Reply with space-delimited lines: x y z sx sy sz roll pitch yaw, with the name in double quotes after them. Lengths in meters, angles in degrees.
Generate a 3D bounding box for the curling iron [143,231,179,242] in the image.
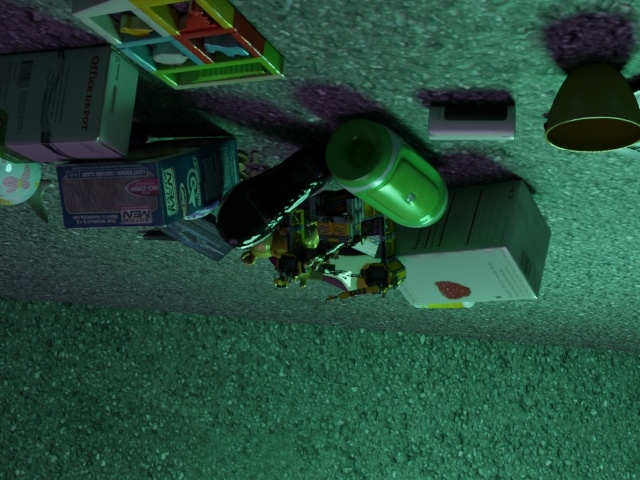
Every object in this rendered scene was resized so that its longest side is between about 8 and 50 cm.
-0.354 -0.009 2.307 0.274 0.035 0.068 -2 164 25 "curling iron"

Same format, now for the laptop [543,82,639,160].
0.617 -0.078 1.314 0.408 0.236 0.382 12 164 -27 "laptop"

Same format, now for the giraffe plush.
-0.093 -0.004 2.002 0.171 0.181 0.210 15 149 5 "giraffe plush"

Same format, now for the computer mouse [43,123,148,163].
-0.444 -0.169 1.648 0.262 0.060 0.184 4 165 5 "computer mouse"

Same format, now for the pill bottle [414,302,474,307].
0.365 0.132 2.475 0.215 0.117 0.117 -3 164 28 "pill bottle"

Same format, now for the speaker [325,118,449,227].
0.126 -0.113 1.553 0.131 0.131 0.296 -3 164 29 "speaker"

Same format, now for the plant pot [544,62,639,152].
0.383 -0.190 1.227 0.134 0.095 0.134 4 165 1 "plant pot"

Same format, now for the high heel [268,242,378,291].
0.015 0.051 2.377 0.181 0.127 0.377 30 -172 37 "high heel"

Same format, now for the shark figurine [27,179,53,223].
-0.707 -0.109 1.870 0.166 0.116 0.278 2 164 16 "shark figurine"

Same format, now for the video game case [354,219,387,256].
0.176 -0.002 2.152 0.210 0.041 0.232 -6 163 35 "video game case"

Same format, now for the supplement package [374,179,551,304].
0.293 0.010 1.792 0.293 0.175 0.177 -6 138 36 "supplement package"

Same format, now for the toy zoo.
-0.193 -0.282 1.178 0.192 0.030 0.293 -2 165 23 "toy zoo"

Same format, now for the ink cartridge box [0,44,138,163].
-0.389 -0.200 1.316 0.208 0.153 0.087 0 166 20 "ink cartridge box"

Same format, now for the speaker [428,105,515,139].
0.237 -0.185 1.380 0.136 0.055 0.055 2 166 12 "speaker"

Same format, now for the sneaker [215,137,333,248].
-0.063 -0.098 1.515 0.107 0.283 0.124 50 147 -3 "sneaker"

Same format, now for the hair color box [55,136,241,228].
-0.272 -0.104 1.469 0.174 0.105 0.347 -2 -168 15 "hair color box"

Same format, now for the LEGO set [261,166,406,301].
0.000 0.000 1.727 0.331 0.255 0.192 14 -162 32 "LEGO set"

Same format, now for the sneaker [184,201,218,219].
-0.291 -0.112 1.780 0.104 0.095 0.236 -18 154 40 "sneaker"

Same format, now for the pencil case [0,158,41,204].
-0.623 -0.155 1.606 0.113 0.124 0.273 45 176 18 "pencil case"

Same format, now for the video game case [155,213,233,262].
-0.300 -0.027 2.106 0.196 0.026 0.274 30 161 -10 "video game case"

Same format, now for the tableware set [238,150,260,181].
-0.185 -0.134 1.746 0.128 0.039 0.194 5 166 -3 "tableware set"
